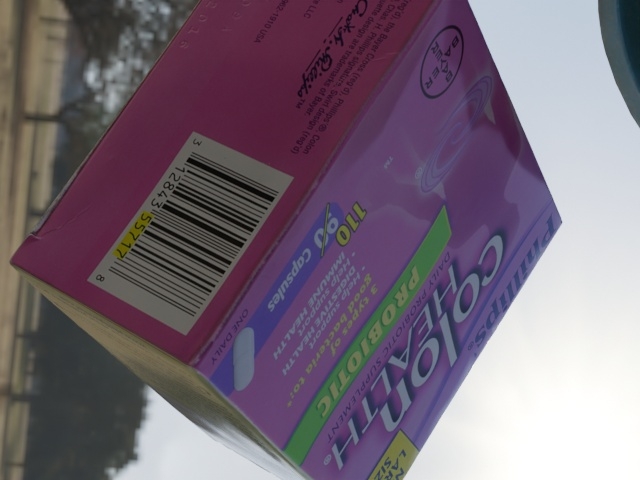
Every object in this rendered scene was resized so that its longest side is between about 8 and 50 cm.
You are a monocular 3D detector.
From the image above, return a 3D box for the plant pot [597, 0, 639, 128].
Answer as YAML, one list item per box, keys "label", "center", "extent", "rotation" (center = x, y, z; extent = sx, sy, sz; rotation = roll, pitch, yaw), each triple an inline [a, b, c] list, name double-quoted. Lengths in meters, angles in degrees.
- label: "plant pot"
  center: [0.394, -0.211, 0.952]
  extent: [0.334, 0.341, 0.341]
  rotation: [-49, 158, -50]

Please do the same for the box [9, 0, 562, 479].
- label: "box"
  center: [0.000, 0.000, 0.735]
  extent: [0.214, 0.117, 0.243]
  rotation: [-56, 149, -13]
